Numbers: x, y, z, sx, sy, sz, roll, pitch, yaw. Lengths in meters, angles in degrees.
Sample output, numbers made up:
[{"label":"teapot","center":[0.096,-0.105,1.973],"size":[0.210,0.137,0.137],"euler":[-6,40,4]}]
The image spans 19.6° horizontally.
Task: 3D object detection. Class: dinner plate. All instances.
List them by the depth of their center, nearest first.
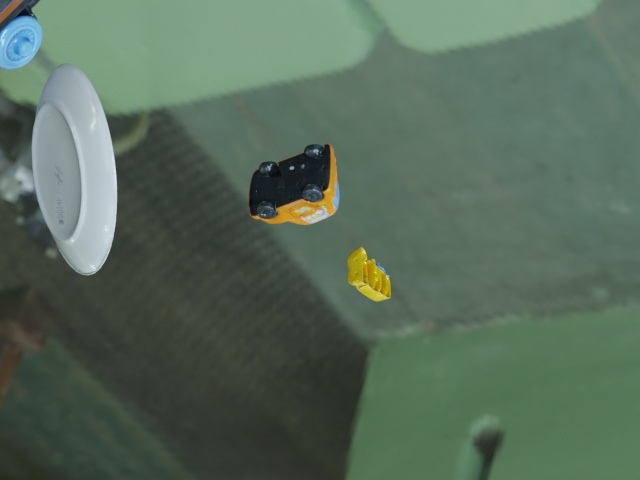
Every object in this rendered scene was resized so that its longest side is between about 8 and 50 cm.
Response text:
[{"label":"dinner plate","center":[-0.168,-0.046,1.225],"size":[0.017,0.141,0.141],"euler":[-9,156,-27]}]

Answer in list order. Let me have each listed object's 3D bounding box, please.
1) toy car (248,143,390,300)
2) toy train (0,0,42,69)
[{"label":"toy car","center":[0.000,0.000,1.022],"size":[0.060,0.122,0.040],"euler":[-34,137,17]},{"label":"toy train","center":[-0.269,-0.131,1.265],"size":[0.080,0.184,0.105],"euler":[36,166,30]}]
